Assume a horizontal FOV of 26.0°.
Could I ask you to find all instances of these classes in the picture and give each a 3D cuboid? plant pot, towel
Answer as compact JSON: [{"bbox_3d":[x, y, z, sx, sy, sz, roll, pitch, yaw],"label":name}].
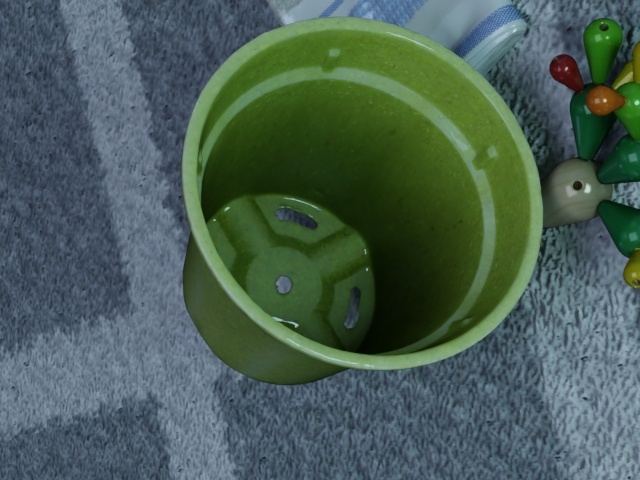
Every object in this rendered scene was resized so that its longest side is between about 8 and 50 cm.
[{"bbox_3d":[0.000,0.000,1.115,0.276,0.276,0.254,67,157,12],"label":"plant pot"},{"bbox_3d":[0.040,-0.222,1.196,0.209,0.034,0.285,-45,67,37],"label":"towel"}]

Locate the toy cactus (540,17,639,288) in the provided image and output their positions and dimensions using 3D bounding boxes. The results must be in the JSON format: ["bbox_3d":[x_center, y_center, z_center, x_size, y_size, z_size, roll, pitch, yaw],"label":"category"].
[{"bbox_3d":[0.215,-0.046,1.028,0.180,0.112,0.219,-31,84,52],"label":"toy cactus"}]
